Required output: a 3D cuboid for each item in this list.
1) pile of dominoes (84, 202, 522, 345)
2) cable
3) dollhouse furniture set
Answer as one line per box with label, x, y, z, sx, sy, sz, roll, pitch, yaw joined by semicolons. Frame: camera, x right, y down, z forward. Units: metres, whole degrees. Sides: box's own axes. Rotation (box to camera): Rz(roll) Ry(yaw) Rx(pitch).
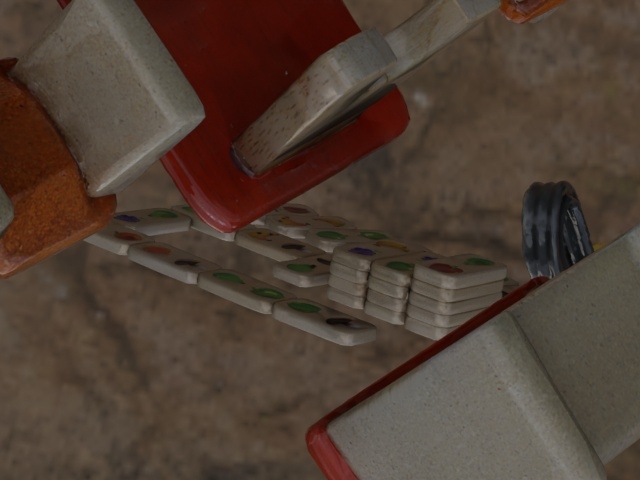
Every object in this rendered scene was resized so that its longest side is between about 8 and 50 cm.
pile of dominoes;0.000;0.000;1.145;0.251;0.196;0.040;21;109;37
cable;0.169;0.046;1.286;0.072;0.139;0.287;7;171;29
dollhouse furniture set;-0.011;-0.035;0.528;0.259;0.262;0.135;58;144;3
